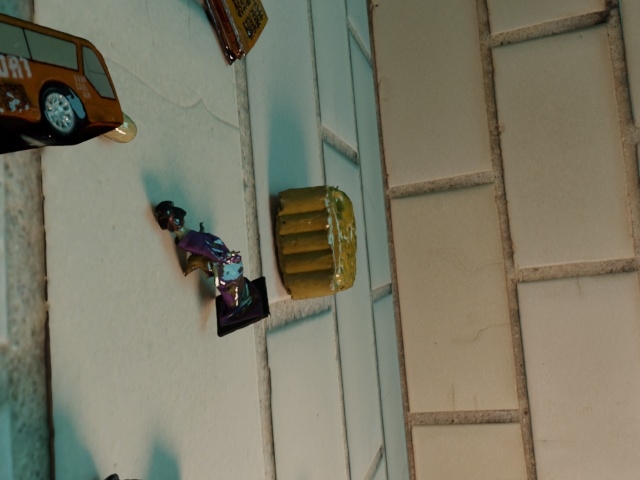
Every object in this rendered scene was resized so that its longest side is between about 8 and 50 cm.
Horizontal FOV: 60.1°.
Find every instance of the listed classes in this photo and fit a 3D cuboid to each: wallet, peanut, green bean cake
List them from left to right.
[{"bbox_3d":[-0.221,-0.125,0.566,0.083,0.037,0.037,48,39,-68],"label":"peanut"},{"bbox_3d":[-0.143,-0.411,0.934,0.195,0.042,0.161,-78,156,-47],"label":"wallet"},{"bbox_3d":[0.000,0.000,1.127,0.224,0.131,0.229,-6,91,-76],"label":"green bean cake"}]

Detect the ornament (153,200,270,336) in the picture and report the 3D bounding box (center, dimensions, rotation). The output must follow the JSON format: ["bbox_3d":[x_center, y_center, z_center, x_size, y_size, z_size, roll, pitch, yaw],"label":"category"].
[{"bbox_3d":[-0.144,0.020,0.722,0.203,0.088,0.081,60,6,-30],"label":"ornament"}]

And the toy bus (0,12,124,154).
[{"bbox_3d":[-0.264,-0.094,0.306,0.409,0.093,0.092,-32,112,-74],"label":"toy bus"}]

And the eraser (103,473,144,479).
[{"bbox_3d":[-0.133,0.374,0.498,0.087,0.171,0.290,-26,114,-38],"label":"eraser"}]
